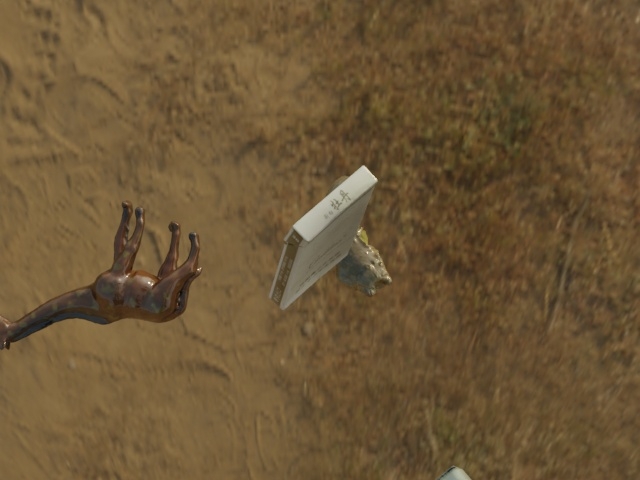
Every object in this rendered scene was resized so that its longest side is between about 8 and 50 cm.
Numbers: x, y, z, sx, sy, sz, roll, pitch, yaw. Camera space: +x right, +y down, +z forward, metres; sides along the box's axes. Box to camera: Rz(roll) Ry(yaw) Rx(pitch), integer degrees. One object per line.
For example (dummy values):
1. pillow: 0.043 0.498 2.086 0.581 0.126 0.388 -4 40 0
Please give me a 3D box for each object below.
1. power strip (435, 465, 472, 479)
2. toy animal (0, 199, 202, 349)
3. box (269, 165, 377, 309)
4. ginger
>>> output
1. power strip: 0.085 0.294 1.420 0.192 0.081 0.035 -40 50 0
2. toy animal: -0.277 0.059 1.833 0.224 0.066 0.229 24 89 2
3. box: 0.000 0.000 1.611 0.029 0.198 0.109 44 67 11
4. ginger: 0.039 -0.002 2.015 0.069 0.051 0.173 -23 78 10
